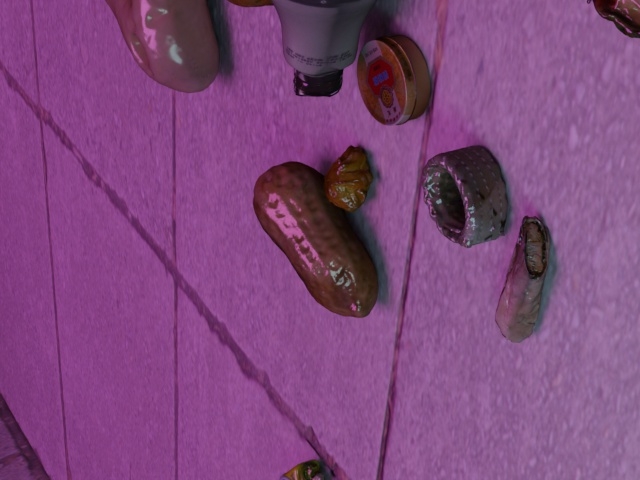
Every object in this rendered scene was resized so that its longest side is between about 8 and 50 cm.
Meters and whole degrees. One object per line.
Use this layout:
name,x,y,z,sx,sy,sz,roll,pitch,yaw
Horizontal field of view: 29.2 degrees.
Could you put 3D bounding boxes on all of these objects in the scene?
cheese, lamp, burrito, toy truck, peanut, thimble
cheese,-0.238,-0.424,1.793,0.351,0.129,0.328,59,150,26
lamp,-0.012,-0.288,1.374,0.182,0.182,0.314,51,135,36
burrito,0.220,0.047,1.319,0.055,0.041,0.149,-117,26,-46
toy truck,-0.009,0.400,1.922,0.077,0.076,0.111,-47,63,37
peanut,0.000,0.000,1.632,0.236,0.110,0.120,55,161,8
thimble,0.161,-0.047,1.351,0.084,0.062,0.110,-41,69,59

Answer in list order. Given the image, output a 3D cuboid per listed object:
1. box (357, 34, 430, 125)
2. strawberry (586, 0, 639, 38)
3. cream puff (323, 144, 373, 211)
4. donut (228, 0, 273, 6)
box,0.085,-0.187,1.437,0.105,0.037,0.106,39,139,46
strawberry,0.286,-0.250,0.988,0.146,0.082,0.187,28,117,26
cream puff,0.032,-0.077,1.574,0.083,0.058,0.083,-16,89,64
donut,-0.084,-0.403,1.528,0.261,0.128,0.208,58,150,29
